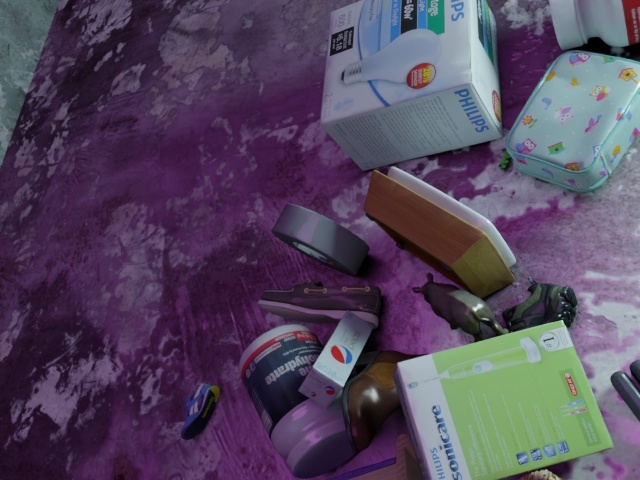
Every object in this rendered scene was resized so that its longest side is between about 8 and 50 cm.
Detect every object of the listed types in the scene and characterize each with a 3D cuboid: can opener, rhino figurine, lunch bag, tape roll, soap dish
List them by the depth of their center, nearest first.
[{"bbox_3d":[0.566,0.313,0.945,0.076,0.095,0.283,-36,53,12],"label":"can opener"},{"bbox_3d":[0.260,0.127,1.201,0.073,0.106,0.243,-46,26,-6],"label":"rhino figurine"},{"bbox_3d":[0.237,-0.012,1.230,0.291,0.229,0.118,37,88,39],"label":"soap dish"},{"bbox_3d":[0.526,-0.250,1.240,0.224,0.108,0.279,29,83,44],"label":"lunch bag"},{"bbox_3d":[0.000,0.000,1.383,0.219,0.219,0.072,22,81,38],"label":"tape roll"}]

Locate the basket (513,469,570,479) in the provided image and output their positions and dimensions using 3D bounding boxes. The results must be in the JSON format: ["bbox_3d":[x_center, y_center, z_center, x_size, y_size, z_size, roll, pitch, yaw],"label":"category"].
[{"bbox_3d":[0.341,0.526,0.905,0.213,0.223,0.299,-31,55,16],"label":"basket"}]

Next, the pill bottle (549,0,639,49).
[{"bbox_3d":[0.678,-0.524,1.201,0.408,0.229,0.229,-10,62,29],"label":"pill bottle"}]

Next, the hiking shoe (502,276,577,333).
[{"bbox_3d":[0.392,0.181,1.145,0.114,0.086,0.226,19,74,54],"label":"hiking shoe"}]

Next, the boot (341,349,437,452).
[{"bbox_3d":[0.193,0.286,1.119,0.281,0.264,0.096,-8,105,19],"label":"boot"}]

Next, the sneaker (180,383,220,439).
[{"bbox_3d":[-0.302,0.417,1.481,0.059,0.053,0.144,15,68,36],"label":"sneaker"}]

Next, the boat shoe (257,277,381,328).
[{"bbox_3d":[-0.003,0.139,1.392,0.305,0.109,0.091,3,69,27],"label":"boat shoe"}]

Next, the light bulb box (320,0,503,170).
[{"bbox_3d":[0.218,-0.401,1.438,0.361,0.225,0.357,-11,62,29],"label":"light bulb box"}]

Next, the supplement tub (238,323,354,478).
[{"bbox_3d":[-0.040,0.329,1.264,0.191,0.191,0.272,-42,52,8],"label":"supplement tub"}]

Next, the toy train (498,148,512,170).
[{"bbox_3d":[0.418,-0.191,1.340,0.024,0.017,0.083,20,79,48],"label":"toy train"}]

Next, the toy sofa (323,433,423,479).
[{"bbox_3d":[0.038,0.479,1.125,0.363,0.150,0.177,-26,26,20],"label":"toy sofa"}]

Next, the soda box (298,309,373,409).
[{"bbox_3d":[0.035,0.232,1.207,0.069,0.216,0.074,32,121,6],"label":"soda box"}]

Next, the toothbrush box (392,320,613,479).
[{"bbox_3d":[0.283,0.273,0.984,0.283,0.122,0.206,-14,68,-4],"label":"toothbrush box"}]
